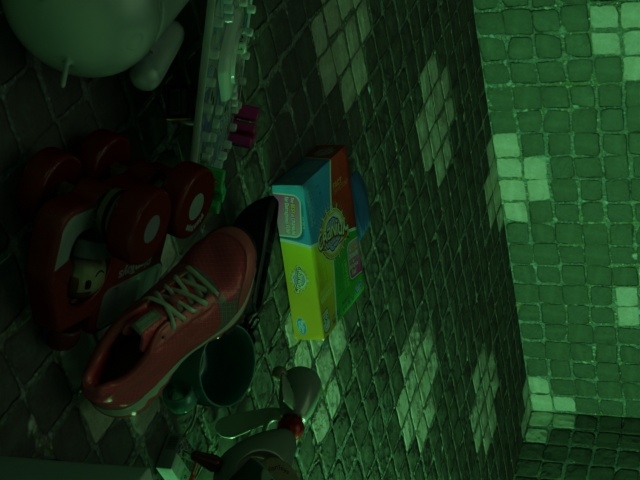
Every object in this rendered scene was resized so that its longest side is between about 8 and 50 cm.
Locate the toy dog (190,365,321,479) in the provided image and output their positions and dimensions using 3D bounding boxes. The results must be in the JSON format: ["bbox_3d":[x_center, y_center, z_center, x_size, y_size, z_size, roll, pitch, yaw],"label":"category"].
[{"bbox_3d":[-0.110,0.314,1.854,0.161,0.220,0.334,41,18,-14],"label":"toy dog"}]

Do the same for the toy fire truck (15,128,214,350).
[{"bbox_3d":[-0.275,0.011,1.483,0.302,0.169,0.254,-37,144,-64],"label":"toy fire truck"}]

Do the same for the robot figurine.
[{"bbox_3d":[-0.260,-0.334,1.422,0.300,0.200,0.353,59,36,-28],"label":"robot figurine"}]

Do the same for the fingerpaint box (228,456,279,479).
[{"bbox_3d":[-0.108,0.572,1.668,0.371,0.163,0.445,-45,142,-11],"label":"fingerpaint box"}]

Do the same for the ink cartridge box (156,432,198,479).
[{"bbox_3d":[-0.213,0.355,1.788,0.115,0.029,0.063,67,32,-44],"label":"ink cartridge box"}]

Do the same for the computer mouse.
[{"bbox_3d":[-0.128,0.053,1.920,0.188,0.072,0.272,74,26,-81],"label":"computer mouse"}]

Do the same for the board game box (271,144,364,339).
[{"bbox_3d":[0.000,0.000,2.246,0.242,0.064,0.316,-48,134,-58],"label":"board game box"}]

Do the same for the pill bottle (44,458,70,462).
[{"bbox_3d":[-0.293,0.355,1.474,0.219,0.123,0.123,41,53,-62],"label":"pill bottle"}]

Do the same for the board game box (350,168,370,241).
[{"bbox_3d":[0.063,-0.071,2.444,0.169,0.033,0.133,-55,136,-61],"label":"board game box"}]

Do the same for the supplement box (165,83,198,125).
[{"bbox_3d":[-0.201,-0.208,1.776,0.083,0.043,0.055,-1,90,-68],"label":"supplement box"}]

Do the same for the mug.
[{"bbox_3d":[-0.184,0.187,1.752,0.158,0.097,0.129,-2,94,-53],"label":"mug"}]

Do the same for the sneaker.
[{"bbox_3d":[-0.196,0.107,1.522,0.314,0.116,0.136,-50,167,-5],"label":"sneaker"}]

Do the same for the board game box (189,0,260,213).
[{"bbox_3d":[-0.121,-0.273,1.704,0.390,0.050,0.390,-77,176,-68],"label":"board game box"}]

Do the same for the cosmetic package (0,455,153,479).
[{"bbox_3d":[-0.291,0.417,1.270,0.097,0.284,0.377,-51,137,-56],"label":"cosmetic package"}]
